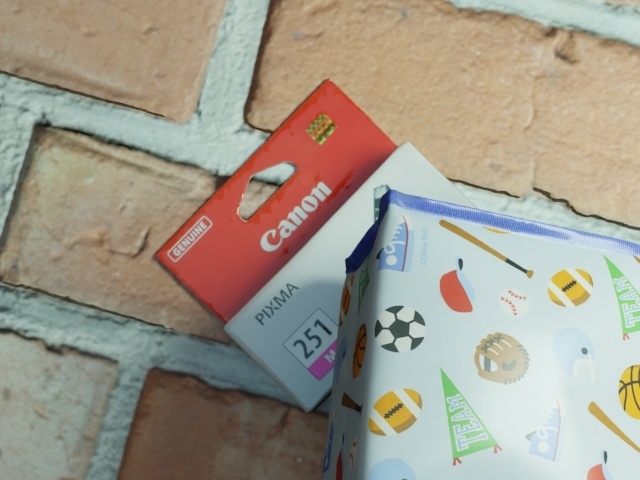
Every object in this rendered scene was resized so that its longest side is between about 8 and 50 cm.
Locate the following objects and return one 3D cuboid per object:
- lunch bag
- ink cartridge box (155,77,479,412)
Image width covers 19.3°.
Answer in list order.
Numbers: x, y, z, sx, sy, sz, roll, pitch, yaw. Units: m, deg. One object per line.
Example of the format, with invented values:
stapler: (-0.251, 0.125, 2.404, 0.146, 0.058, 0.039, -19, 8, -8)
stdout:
lunch bag: (0.207, 0.166, 1.789, 0.385, 0.239, 0.328, 9, 68, -10)
ink cartridge box: (0.000, 0.000, 1.958, 0.239, 0.060, 0.275, 44, 88, 6)
